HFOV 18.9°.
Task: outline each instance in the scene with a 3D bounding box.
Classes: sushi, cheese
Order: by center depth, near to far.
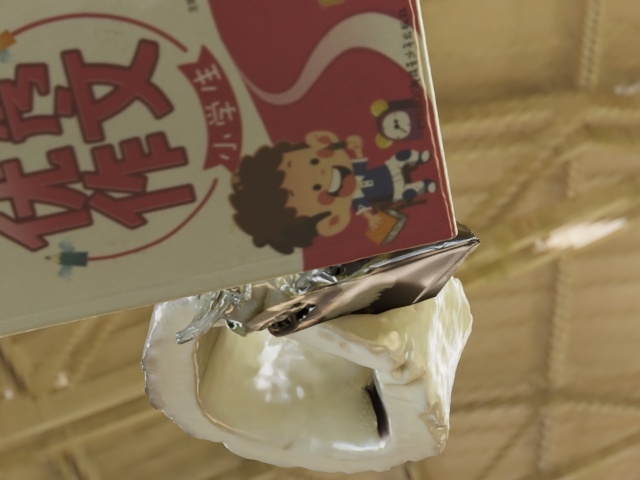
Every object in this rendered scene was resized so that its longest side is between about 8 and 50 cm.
[{"bbox_3d":[-0.014,0.010,1.597,0.273,0.109,0.134,-14,-20,-24],"label":"sushi"},{"bbox_3d":[-0.012,0.083,1.804,0.292,0.153,0.332,7,-29,10],"label":"cheese"}]

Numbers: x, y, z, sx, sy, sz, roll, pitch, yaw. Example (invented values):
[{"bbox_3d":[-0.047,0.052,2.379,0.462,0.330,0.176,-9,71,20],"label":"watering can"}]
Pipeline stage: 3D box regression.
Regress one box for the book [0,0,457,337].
[{"bbox_3d":[-0.069,-0.047,0.765,0.232,0.022,0.162,-12,-60,-2],"label":"book"}]
